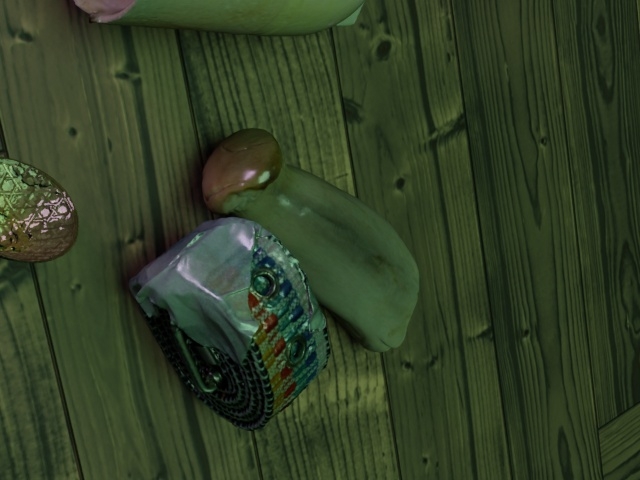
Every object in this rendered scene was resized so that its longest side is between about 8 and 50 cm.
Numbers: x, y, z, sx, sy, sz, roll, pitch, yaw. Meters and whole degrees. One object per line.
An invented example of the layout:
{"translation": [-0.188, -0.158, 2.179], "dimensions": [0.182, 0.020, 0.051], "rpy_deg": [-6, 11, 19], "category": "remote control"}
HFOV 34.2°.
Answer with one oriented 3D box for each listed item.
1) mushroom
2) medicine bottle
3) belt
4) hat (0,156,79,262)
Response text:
{"translation": [0.007, -0.006, 1.377], "dimensions": [0.154, 0.137, 0.407], "rpy_deg": [-53, 132, -8], "category": "mushroom"}
{"translation": [-0.071, -0.356, 1.203], "dimensions": [0.406, 0.235, 0.236], "rpy_deg": [-6, 98, -40], "category": "medicine bottle"}
{"translation": [-0.102, 0.098, 1.241], "dimensions": [0.150, 0.207, 0.258], "rpy_deg": [-42, 127, -33], "category": "belt"}
{"translation": [-0.341, -0.014, 1.123], "dimensions": [0.146, 0.067, 0.146], "rpy_deg": [24, 39, -21], "category": "hat"}
